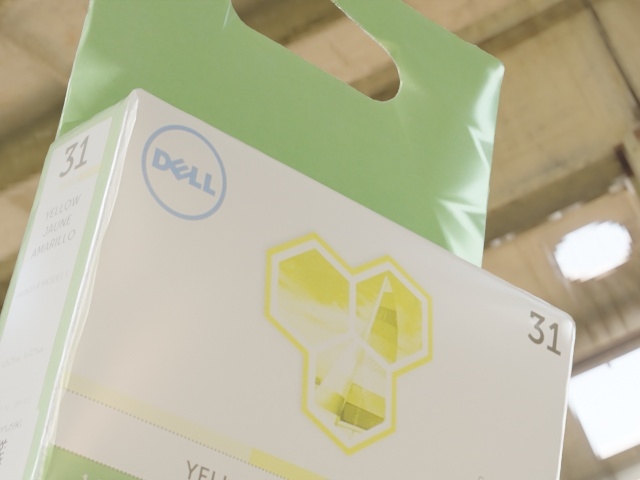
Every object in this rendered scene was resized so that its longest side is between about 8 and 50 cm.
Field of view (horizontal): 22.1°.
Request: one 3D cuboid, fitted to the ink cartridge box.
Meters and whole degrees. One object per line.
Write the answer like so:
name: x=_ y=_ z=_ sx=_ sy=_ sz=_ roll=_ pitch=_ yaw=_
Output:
ink cartridge box: x=0.000 y=0.000 z=0.489 sx=0.171 sy=0.235 sz=0.056 roll=27 pitch=-30 yaw=-30
